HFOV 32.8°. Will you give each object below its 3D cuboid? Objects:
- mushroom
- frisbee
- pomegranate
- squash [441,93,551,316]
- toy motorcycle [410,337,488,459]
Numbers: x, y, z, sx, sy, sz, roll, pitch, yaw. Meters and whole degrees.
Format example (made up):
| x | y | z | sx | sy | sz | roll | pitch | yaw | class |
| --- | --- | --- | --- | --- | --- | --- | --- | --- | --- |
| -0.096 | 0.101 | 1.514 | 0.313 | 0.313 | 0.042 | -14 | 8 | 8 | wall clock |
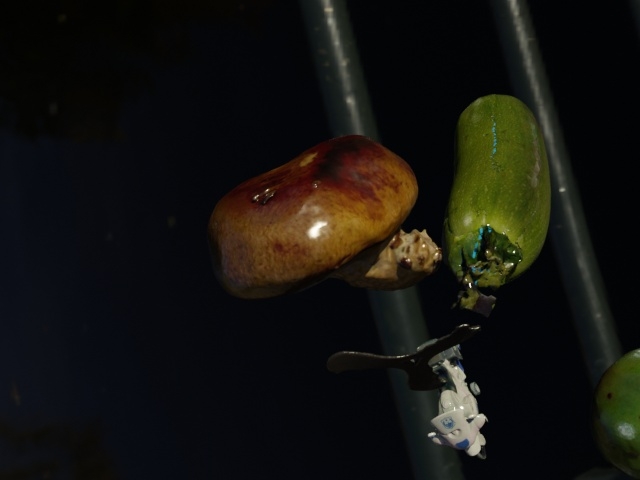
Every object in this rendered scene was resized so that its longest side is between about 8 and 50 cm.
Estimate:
| x | y | z | sx | sy | sz | roll | pitch | yaw | class |
| --- | --- | --- | --- | --- | --- | --- | --- | --- | --- |
| 0.000 | 0.000 | 1.630 | 0.345 | 0.345 | 0.259 | -20 | 102 | 45 | mushroom |
| 0.135 | 0.150 | 1.427 | 0.187 | 0.211 | 0.012 | -31 | 53 | 32 | frisbee |
| 0.465 | 0.241 | 1.418 | 0.225 | 0.187 | 0.187 | 28 | 117 | 44 | pomegranate |
| 0.141 | -0.035 | 0.865 | 0.087 | 0.331 | 0.087 | 5 | 117 | 9 | squash |
| 0.220 | 0.265 | 1.843 | 0.102 | 0.150 | 0.221 | -29 | 65 | 20 | toy motorcycle |
